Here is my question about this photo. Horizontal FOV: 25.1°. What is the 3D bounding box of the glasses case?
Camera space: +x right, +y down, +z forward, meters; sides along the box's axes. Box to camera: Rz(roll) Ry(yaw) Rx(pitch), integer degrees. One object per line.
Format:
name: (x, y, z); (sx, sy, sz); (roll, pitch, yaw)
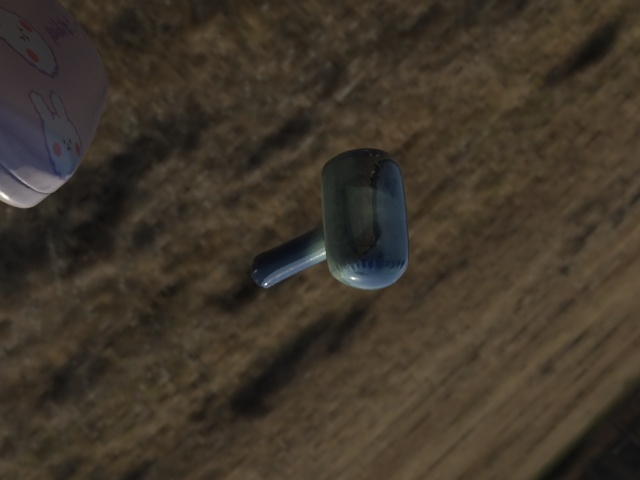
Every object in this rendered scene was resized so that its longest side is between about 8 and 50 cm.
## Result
glasses case: (-0.195, -0.105, 0.920); (0.075, 0.113, 0.297); (-38, -162, 9)

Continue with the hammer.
hammer: (0.000, 0.000, 1.212); (0.069, 0.116, 0.194); (9, 158, -35)
